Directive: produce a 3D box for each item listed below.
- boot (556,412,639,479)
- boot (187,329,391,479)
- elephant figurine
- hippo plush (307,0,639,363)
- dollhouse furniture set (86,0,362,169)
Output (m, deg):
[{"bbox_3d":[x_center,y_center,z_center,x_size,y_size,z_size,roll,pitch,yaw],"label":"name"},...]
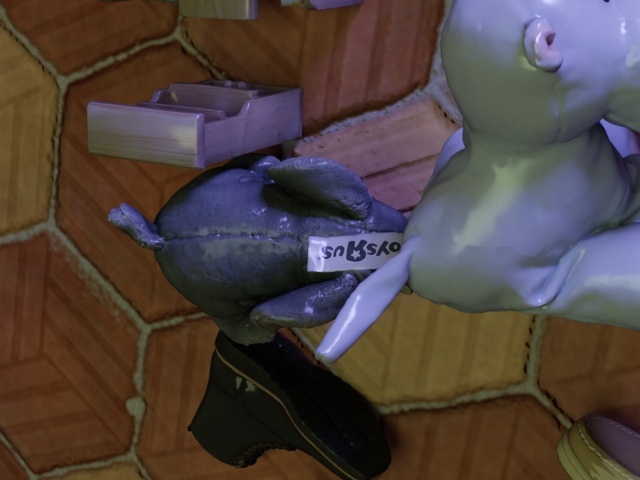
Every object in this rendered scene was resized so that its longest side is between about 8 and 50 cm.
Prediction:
[{"bbox_3d":[0.318,0.149,0.864,0.262,0.095,0.204,32,118,18],"label":"boot"},{"bbox_3d":[-0.033,0.178,1.105,0.198,0.076,0.137,43,126,29],"label":"boot"},{"bbox_3d":[0.000,0.000,0.962,0.239,0.186,0.169,2,126,41],"label":"elephant figurine"},{"bbox_3d":[0.138,-0.085,0.792,0.294,0.234,0.237,-1,123,-4],"label":"hippo plush"},{"bbox_3d":[-0.096,-0.193,0.980,0.212,0.161,0.242,9,108,29],"label":"dollhouse furniture set"}]
